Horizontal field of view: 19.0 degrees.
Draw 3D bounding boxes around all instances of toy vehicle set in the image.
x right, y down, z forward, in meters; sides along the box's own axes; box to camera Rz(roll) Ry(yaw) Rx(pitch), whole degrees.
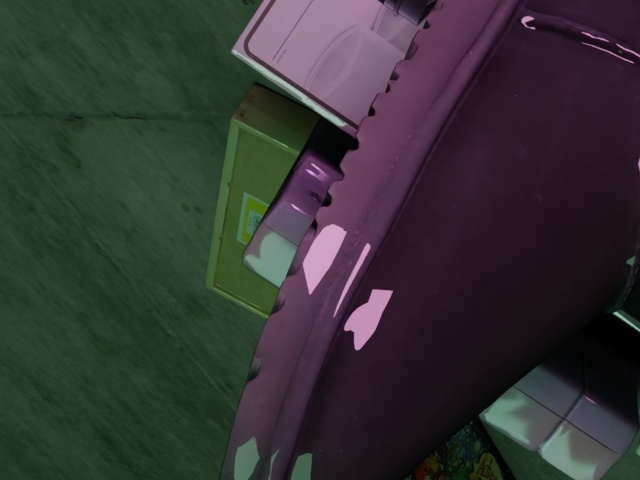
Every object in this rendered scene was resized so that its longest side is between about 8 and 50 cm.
[{"bbox_3d":[0.000,0.000,1.459,0.166,0.035,0.267,28,151,7],"label":"toy vehicle set"}]

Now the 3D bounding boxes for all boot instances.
[{"bbox_3d":[0.219,0.054,0.843,0.445,0.367,0.146,25,150,6],"label":"boot"}]

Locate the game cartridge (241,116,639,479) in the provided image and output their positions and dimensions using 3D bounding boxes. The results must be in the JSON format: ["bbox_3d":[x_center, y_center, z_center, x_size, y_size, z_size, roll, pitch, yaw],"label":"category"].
[{"bbox_3d":[0.087,0.003,1.129,0.230,0.355,0.068,29,108,-2],"label":"game cartridge"}]

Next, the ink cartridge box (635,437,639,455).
[{"bbox_3d":[0.351,0.120,1.317,0.181,0.056,0.224,32,133,0],"label":"ink cartridge box"}]

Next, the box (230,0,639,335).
[{"bbox_3d":[0.118,-0.089,1.038,0.290,0.169,0.087,36,-174,2],"label":"box"}]

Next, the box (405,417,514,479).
[{"bbox_3d":[0.090,0.225,1.595,0.044,0.159,0.233,8,144,39],"label":"box"}]
